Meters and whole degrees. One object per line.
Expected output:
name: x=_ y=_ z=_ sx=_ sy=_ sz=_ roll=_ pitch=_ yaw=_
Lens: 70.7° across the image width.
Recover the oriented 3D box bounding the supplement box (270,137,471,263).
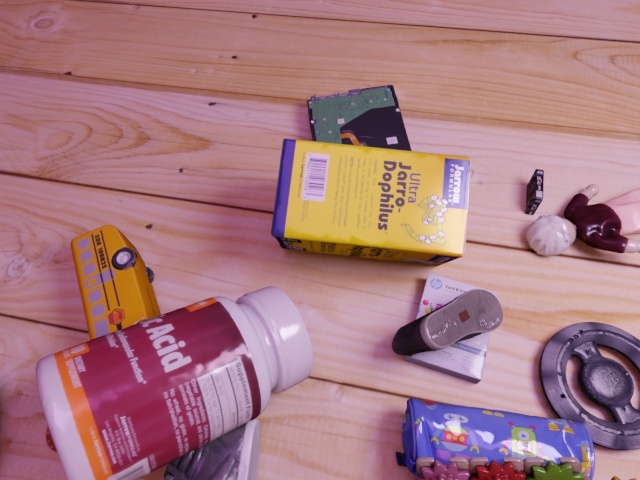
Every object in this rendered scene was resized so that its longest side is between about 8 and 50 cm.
supplement box: x=0.096 y=-0.068 z=0.920 sx=0.357 sy=0.194 sz=0.195 roll=6 pitch=82 yaw=2

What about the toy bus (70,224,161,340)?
toy bus: x=-0.413 y=0.126 z=0.941 sx=0.130 sy=0.108 sz=0.332 roll=-24 pitch=62 yaw=-8

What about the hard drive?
hard drive: x=0.099 y=-0.238 z=1.132 sx=0.237 sy=0.064 sz=0.338 roll=-8 pitch=62 yaw=-1

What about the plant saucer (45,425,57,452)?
plant saucer: x=-0.484 y=0.364 z=0.869 sx=0.084 sy=0.013 sz=0.083 roll=-2 pitch=62 yaw=3

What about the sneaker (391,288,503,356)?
sneaker: x=0.239 y=0.155 z=0.857 sx=0.222 sy=0.118 sz=0.083 roll=-10 pitch=74 yaw=-33

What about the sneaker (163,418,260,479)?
sneaker: x=-0.194 y=0.450 z=0.754 sx=0.147 sy=0.104 sz=0.295 roll=1 pitch=55 yaw=7

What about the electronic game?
electronic game: x=0.524 y=0.261 z=0.831 sx=0.229 sy=0.048 sz=0.229 roll=-1 pitch=61 yaw=2

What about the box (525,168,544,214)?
box: x=0.488 y=-0.110 z=1.030 sx=0.018 sy=0.067 sz=0.083 roll=10 pitch=61 yaw=11

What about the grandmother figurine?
grandmother figurine: x=0.617 y=-0.039 z=0.970 sx=0.342 sy=0.104 sz=0.208 roll=-14 pitch=33 yaw=0

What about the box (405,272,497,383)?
box: x=0.264 y=0.172 z=0.907 sx=0.145 sy=0.038 sz=0.186 roll=16 pitch=62 yaw=13

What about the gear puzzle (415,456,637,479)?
gear puzzle: x=0.320 y=0.408 z=0.683 sx=0.339 sy=0.175 sz=0.044 roll=-5 pitch=19 yaw=10

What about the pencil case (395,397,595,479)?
pencil case: x=0.285 y=0.350 z=0.758 sx=0.306 sy=0.119 sz=0.133 roll=5 pitch=48 yaw=7

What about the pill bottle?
pill bottle: x=-0.223 y=0.226 z=0.753 sx=0.392 sy=0.224 sz=0.224 roll=-19 pitch=59 yaw=-31
